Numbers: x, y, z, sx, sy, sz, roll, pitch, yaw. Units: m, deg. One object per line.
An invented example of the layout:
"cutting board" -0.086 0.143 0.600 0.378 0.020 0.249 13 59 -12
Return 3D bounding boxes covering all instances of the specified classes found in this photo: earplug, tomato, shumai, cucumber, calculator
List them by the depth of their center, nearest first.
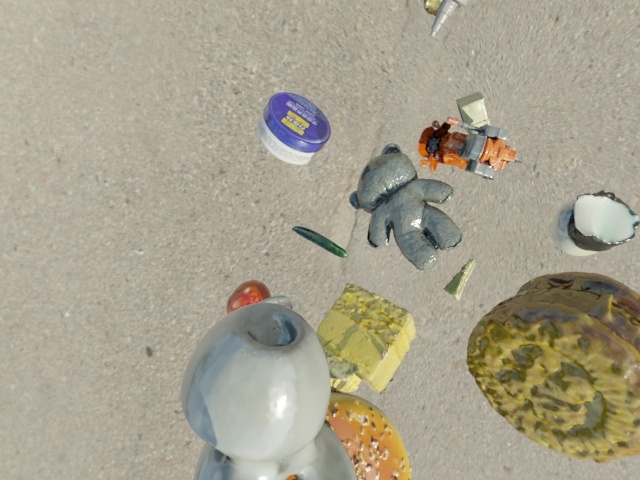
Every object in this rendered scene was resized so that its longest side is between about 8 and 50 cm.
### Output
"earplug" -0.056 0.238 0.566 0.175 0.214 0.325 -18 85 50
"calculator" -0.148 0.192 1.064 0.186 0.299 0.041 -27 74 -17
"shumai" 0.346 -0.699 1.304 0.139 0.105 0.123 -9 85 24
"cucumber" 0.000 0.000 1.358 0.184 0.033 0.036 30 125 16
"tomato" -0.259 0.237 1.738 0.136 0.195 0.195 35 113 10

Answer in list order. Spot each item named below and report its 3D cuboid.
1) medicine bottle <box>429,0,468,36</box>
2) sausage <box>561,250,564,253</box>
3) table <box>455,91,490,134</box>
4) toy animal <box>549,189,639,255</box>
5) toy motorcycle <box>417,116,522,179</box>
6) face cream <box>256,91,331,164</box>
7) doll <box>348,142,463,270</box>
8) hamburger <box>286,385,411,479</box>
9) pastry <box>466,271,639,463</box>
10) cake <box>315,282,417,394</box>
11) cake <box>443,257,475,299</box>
"medicine bottle" 0.238 -0.439 0.786 0.058 0.058 0.199 33 116 10
"sausage" 0.670 -0.003 1.258 0.015 0.015 0.100 22 125 14
"table" 0.406 -0.336 1.239 0.063 0.079 0.083 -19 116 14
"toy animal" 0.642 -0.042 1.139 0.166 0.179 0.138 42 77 3
"toy motorcycle" 0.382 -0.241 1.247 0.222 0.325 0.147 14 99 -7
"face cream" -0.081 -0.325 1.381 0.206 0.206 0.111 45 133 5
"doll" 0.218 -0.073 1.201 0.246 0.158 0.340 -44 65 11
"hamburger" 0.010 0.400 0.791 0.301 0.176 0.300 3 77 -12
"pastry" 0.308 0.166 0.589 0.235 0.132 0.240 62 149 10
"cake" 0.117 0.313 1.371 0.223 0.227 0.286 25 70 29
"cake" 0.432 0.114 1.456 0.055 0.051 0.140 20 76 39
